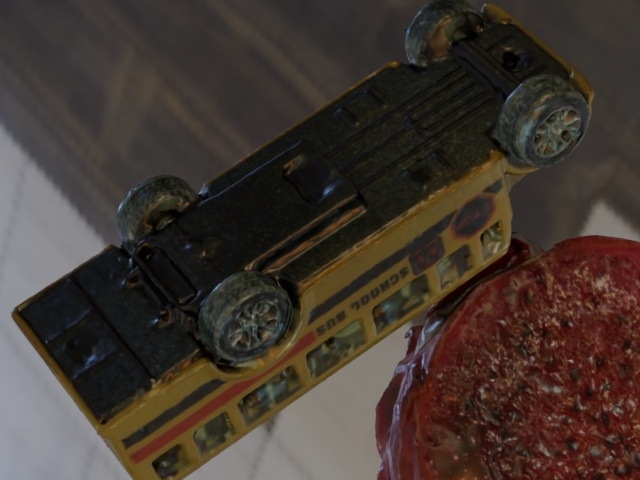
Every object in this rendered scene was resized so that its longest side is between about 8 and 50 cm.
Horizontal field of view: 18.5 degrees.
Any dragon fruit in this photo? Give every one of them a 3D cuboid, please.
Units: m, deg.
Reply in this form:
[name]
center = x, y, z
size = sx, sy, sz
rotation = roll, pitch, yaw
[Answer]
[dragon fruit]
center = 0.208, 0.192, 1.613
size = 0.249, 0.386, 0.371
rotation = 150, 132, -66

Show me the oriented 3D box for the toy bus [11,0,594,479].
[toy bus]
center = 0.000, 0.000, 1.111
size = 0.121, 0.335, 0.123
rotation = 45, 163, 40
